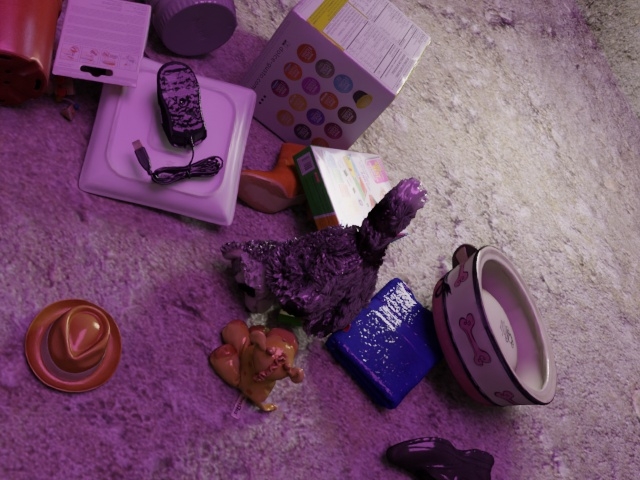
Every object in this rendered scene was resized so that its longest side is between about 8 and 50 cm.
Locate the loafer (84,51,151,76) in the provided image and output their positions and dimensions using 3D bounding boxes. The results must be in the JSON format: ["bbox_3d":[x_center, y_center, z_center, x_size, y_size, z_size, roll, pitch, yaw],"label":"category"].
[{"bbox_3d":[-0.454,-0.384,1.819,0.366,0.130,0.134,44,71,-8],"label":"loafer"}]

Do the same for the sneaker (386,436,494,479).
[{"bbox_3d":[0.273,0.515,1.713,0.286,0.109,0.130,19,57,-22],"label":"sneaker"}]

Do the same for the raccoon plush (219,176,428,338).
[{"bbox_3d":[0.000,0.000,1.683,0.299,0.446,0.216,41,-6,33],"label":"raccoon plush"}]

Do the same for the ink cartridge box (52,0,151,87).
[{"bbox_3d":[-0.478,-0.433,1.703,0.181,0.056,0.224,8,68,-10],"label":"ink cartridge box"}]

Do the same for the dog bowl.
[{"bbox_3d":[0.425,0.225,1.914,0.408,0.150,0.407,39,37,-38],"label":"dog bowl"}]

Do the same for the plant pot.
[{"bbox_3d":[-0.672,-0.447,1.616,0.273,0.272,0.265,8,63,-32],"label":"plant pot"}]

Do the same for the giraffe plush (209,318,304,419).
[{"bbox_3d":[-0.115,0.241,1.576,0.181,0.170,0.210,21,50,-23],"label":"giraffe plush"}]

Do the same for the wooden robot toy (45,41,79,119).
[{"bbox_3d":[-0.592,-0.353,1.718,0.079,0.173,0.076,-2,10,4],"label":"wooden robot toy"}]

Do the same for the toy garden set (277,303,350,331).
[{"bbox_3d":[0.024,0.103,1.814,0.204,0.049,0.244,15,49,-2],"label":"toy garden set"}]

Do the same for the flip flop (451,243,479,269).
[{"bbox_3d":[0.477,0.113,2.150,0.277,0.112,0.080,36,20,-6],"label":"flip flop"}]

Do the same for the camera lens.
[{"bbox_3d":[-0.350,-0.648,2.001,0.219,0.219,0.274,-3,62,-37],"label":"camera lens"}]

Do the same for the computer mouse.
[{"bbox_3d":[-0.333,-0.247,1.681,0.184,0.060,0.261,-21,99,-28],"label":"computer mouse"}]

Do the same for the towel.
[{"bbox_3d":[0.170,0.246,1.855,0.227,0.076,0.308,45,45,9],"label":"towel"}]

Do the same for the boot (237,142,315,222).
[{"bbox_3d":[-0.097,-0.169,1.941,0.295,0.104,0.211,20,45,-30],"label":"boot"}]

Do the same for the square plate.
[{"bbox_3d":[-0.330,-0.236,1.736,0.347,0.049,0.343,14,74,-18],"label":"square plate"}]

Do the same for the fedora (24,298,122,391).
[{"bbox_3d":[-0.450,0.184,1.441,0.194,0.079,0.194,18,52,-24],"label":"fedora"}]

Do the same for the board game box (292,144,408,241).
[{"bbox_3d":[0.083,-0.110,1.961,0.317,0.064,0.242,-1,68,-54],"label":"board game box"}]

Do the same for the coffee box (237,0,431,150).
[{"bbox_3d":[0.033,-0.461,2.060,0.334,0.337,0.338,38,45,-8],"label":"coffee box"}]
